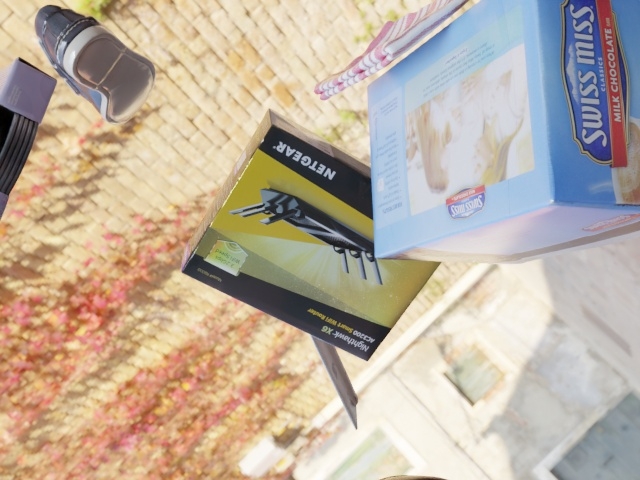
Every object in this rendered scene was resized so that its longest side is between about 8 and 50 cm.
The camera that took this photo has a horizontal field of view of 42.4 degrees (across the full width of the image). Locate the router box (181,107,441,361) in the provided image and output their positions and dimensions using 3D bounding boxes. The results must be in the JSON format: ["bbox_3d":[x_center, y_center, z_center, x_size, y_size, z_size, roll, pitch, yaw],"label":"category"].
[{"bbox_3d":[0.000,0.000,1.141,0.309,0.243,0.081,27,-160,-18],"label":"router box"}]

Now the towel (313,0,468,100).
[{"bbox_3d":[0.079,-0.222,0.911,0.029,0.144,0.197,52,160,-11],"label":"towel"}]

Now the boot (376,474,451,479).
[{"bbox_3d":[0.059,0.212,0.599,0.264,0.096,0.280,8,160,-16],"label":"boot"}]

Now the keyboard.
[{"bbox_3d":[0.021,0.211,1.375,0.072,0.014,0.256,-83,-24,-51],"label":"keyboard"}]

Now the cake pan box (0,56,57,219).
[{"bbox_3d":[-0.476,-0.109,1.136,0.070,0.245,0.267,26,159,-35],"label":"cake pan box"}]

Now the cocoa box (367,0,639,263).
[{"bbox_3d":[0.224,-0.108,0.895,0.228,0.231,0.347,2,170,-22],"label":"cocoa box"}]

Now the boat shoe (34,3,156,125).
[{"bbox_3d":[-0.217,-0.172,0.805,0.065,0.075,0.206,39,176,6],"label":"boat shoe"}]
